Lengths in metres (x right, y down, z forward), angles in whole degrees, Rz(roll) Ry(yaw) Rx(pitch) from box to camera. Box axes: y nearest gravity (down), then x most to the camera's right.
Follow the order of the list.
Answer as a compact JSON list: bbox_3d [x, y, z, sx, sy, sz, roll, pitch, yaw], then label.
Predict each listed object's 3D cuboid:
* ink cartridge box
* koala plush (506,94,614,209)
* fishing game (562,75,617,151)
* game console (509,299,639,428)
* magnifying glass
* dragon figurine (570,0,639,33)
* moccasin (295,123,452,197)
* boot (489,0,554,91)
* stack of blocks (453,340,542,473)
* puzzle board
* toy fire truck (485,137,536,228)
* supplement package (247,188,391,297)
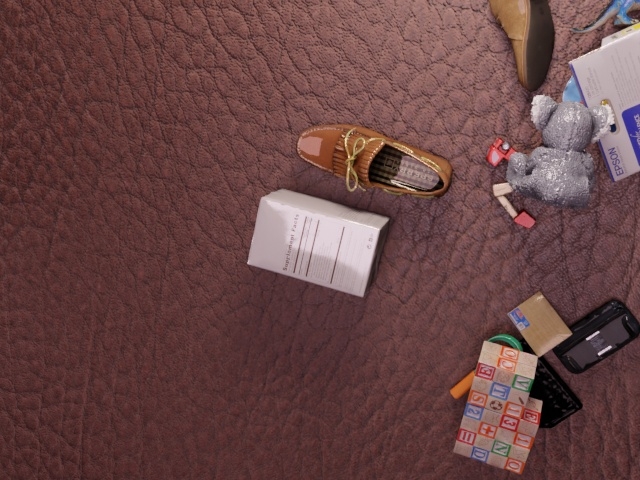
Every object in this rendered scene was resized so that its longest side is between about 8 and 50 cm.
[{"bbox_3d":[0.721,-0.318,1.617,0.307,0.072,0.303,-21,112,17],"label":"ink cartridge box"},{"bbox_3d":[0.515,-0.192,1.607,0.196,0.203,0.221,14,106,7],"label":"koala plush"},{"bbox_3d":[0.639,-0.317,1.691,0.264,0.041,0.189,-38,93,18],"label":"fishing game"},{"bbox_3d":[0.600,0.289,1.817,0.361,0.044,0.213,-40,89,19],"label":"game console"},{"bbox_3d":[0.400,0.314,1.851,0.092,0.026,0.231,49,125,13],"label":"magnifying glass"},{"bbox_3d":[0.667,-0.536,1.615,0.289,0.085,0.144,-13,97,16],"label":"dragon figurine"},{"bbox_3d":[0.120,-0.181,1.790,0.380,0.147,0.139,23,105,9],"label":"moccasin"},{"bbox_3d":[0.446,-0.486,1.692,0.115,0.112,0.305,7,109,44],"label":"boot"},{"bbox_3d":[0.435,0.400,1.808,0.171,0.087,0.297,15,123,14],"label":"stack of blocks"},{"bbox_3d":[0.522,0.199,1.808,0.096,0.011,0.128,-38,64,13],"label":"puzzle board"},{"bbox_3d":[0.450,-0.133,1.769,0.192,0.047,0.135,38,107,4],"label":"toy fire truck"},{"bbox_3d":[0.000,0.000,1.840,0.293,0.177,0.175,16,105,11],"label":"supplement package"}]
